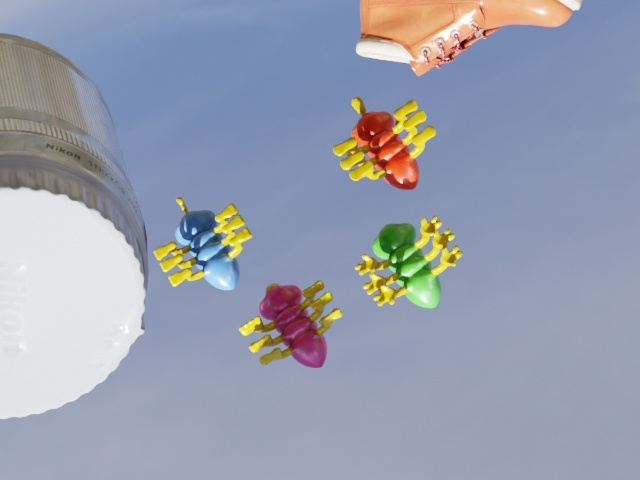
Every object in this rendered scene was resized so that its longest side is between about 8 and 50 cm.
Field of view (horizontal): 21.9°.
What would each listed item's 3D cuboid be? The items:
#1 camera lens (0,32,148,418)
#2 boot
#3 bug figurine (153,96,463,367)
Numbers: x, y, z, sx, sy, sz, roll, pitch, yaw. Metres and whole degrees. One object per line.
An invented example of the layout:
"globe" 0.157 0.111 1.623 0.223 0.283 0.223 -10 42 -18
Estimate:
"camera lens" -0.254 -0.020 1.286 0.219 0.219 0.274 -26 -146 1
"boot" 0.096 -0.147 1.101 0.158 0.059 0.084 11 -94 29
"bug figurine" 0.000 0.000 1.512 0.279 0.072 0.216 -28 -115 1
